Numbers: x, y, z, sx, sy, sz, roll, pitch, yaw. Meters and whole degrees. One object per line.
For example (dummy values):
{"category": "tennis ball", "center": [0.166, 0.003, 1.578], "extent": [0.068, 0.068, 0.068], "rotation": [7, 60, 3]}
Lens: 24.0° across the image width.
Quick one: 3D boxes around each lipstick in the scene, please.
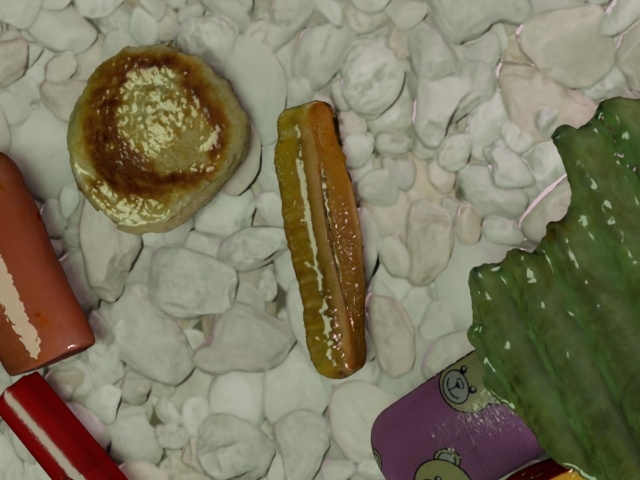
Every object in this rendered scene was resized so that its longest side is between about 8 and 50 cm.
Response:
{"category": "lipstick", "center": [-0.262, 0.274, 1.722], "extent": [0.280, 0.073, 0.073], "rotation": [48, 114, 8]}

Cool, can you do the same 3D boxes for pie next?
{"category": "pie", "center": [-0.180, -0.110, 1.609], "extent": [0.205, 0.084, 0.179], "rotation": [-42, 82, 21]}

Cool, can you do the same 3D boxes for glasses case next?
{"category": "glasses case", "center": [0.186, 0.160, 1.500], "extent": [0.316, 0.076, 0.123], "rotation": [-36, 82, 25]}

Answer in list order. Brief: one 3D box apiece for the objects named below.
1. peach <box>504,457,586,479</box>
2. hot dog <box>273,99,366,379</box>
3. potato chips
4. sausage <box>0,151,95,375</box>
{"category": "peach", "center": [0.236, 0.254, 1.467], "extent": [0.172, 0.127, 0.092], "rotation": [-31, 83, 21]}
{"category": "hot dog", "center": [-0.001, 0.000, 1.558], "extent": [0.068, 0.083, 0.289], "rotation": [-1, 99, 43]}
{"category": "potato chips", "center": [0.324, 0.056, 1.330], "extent": [0.373, 0.097, 0.389], "rotation": [-54, 50, 7]}
{"category": "sausage", "center": [-0.353, 0.022, 1.696], "extent": [0.113, 0.113, 0.259], "rotation": [-25, 88, 25]}
